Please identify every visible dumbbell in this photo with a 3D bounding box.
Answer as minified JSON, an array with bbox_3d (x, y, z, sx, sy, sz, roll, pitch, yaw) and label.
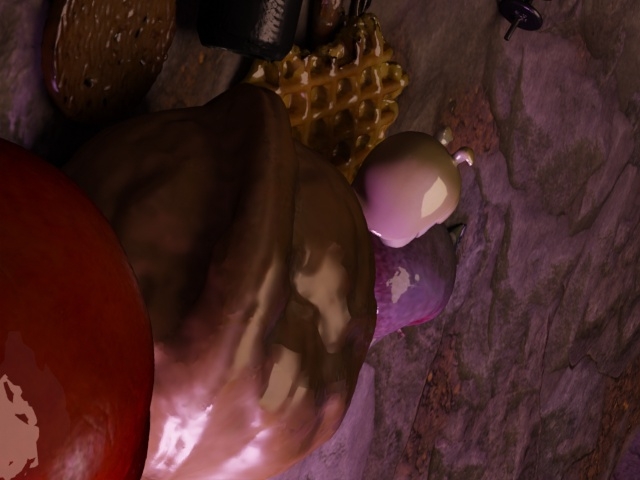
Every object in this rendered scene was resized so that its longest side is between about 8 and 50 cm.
[{"bbox_3d":[0.298,-0.344,2.266,0.147,0.069,0.069,-59,151,-16],"label":"dumbbell"}]

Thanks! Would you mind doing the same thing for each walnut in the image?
[{"bbox_3d":[-0.118,0.058,1.528,0.383,0.383,0.384,-40,141,-42],"label":"walnut"}]

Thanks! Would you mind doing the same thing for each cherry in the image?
[{"bbox_3d":[0.073,0.025,1.997,0.213,0.183,0.266,-14,104,-60],"label":"cherry"}]

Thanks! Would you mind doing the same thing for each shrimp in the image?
[{"bbox_3d":[0.030,-0.289,1.865,0.124,0.034,0.178,-40,143,-47],"label":"shrimp"}]

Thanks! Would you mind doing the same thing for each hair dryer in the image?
[{"bbox_3d":[-0.122,-0.281,1.497,0.352,0.107,0.189,4,99,-62],"label":"hair dryer"}]

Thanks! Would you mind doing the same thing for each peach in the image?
[{"bbox_3d":[-0.295,0.106,1.216,0.388,0.388,0.388,-40,141,-42],"label":"peach"}]

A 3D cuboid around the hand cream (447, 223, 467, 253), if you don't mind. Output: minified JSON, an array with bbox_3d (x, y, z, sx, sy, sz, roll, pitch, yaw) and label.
[{"bbox_3d":[0.166,0.027,2.319,0.235,0.055,0.086,-14,124,-66],"label":"hand cream"}]

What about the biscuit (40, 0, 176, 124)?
[{"bbox_3d":[-0.202,-0.200,1.520,0.188,0.027,0.188,-43,144,-42],"label":"biscuit"}]

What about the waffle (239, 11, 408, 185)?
[{"bbox_3d":[-0.007,-0.143,1.833,0.291,0.051,0.291,-26,130,-36],"label":"waffle"}]

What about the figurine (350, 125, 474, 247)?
[{"bbox_3d":[0.000,0.000,1.761,0.394,0.226,0.274,-39,122,-3],"label":"figurine"}]
